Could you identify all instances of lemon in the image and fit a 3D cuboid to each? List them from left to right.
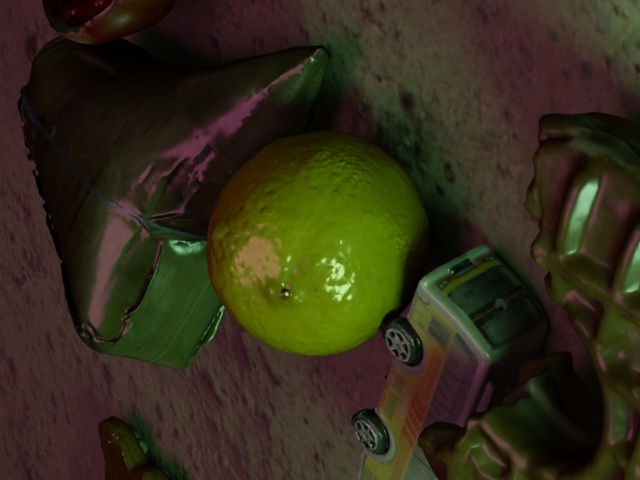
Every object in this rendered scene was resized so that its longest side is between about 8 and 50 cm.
[{"bbox_3d":[0.000,0.000,1.484,0.178,0.203,0.178,10,119,19],"label":"lemon"}]

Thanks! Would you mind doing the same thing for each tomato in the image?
[{"bbox_3d":[-0.184,-0.240,1.719,0.166,0.082,0.174,-37,35,26],"label":"tomato"}]

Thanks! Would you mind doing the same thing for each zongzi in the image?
[{"bbox_3d":[-0.138,-0.134,1.704,0.393,0.174,0.356,-59,42,34],"label":"zongzi"}]

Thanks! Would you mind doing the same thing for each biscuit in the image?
[{"bbox_3d":[-0.219,0.352,2.214,0.197,0.049,0.302,51,146,41],"label":"biscuit"},{"bbox_3d":[0.204,0.110,1.238,0.268,0.115,0.366,43,138,35],"label":"biscuit"}]

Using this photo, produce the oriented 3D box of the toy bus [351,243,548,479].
[{"bbox_3d":[0.101,0.127,1.480,0.106,0.092,0.268,45,142,25],"label":"toy bus"}]
